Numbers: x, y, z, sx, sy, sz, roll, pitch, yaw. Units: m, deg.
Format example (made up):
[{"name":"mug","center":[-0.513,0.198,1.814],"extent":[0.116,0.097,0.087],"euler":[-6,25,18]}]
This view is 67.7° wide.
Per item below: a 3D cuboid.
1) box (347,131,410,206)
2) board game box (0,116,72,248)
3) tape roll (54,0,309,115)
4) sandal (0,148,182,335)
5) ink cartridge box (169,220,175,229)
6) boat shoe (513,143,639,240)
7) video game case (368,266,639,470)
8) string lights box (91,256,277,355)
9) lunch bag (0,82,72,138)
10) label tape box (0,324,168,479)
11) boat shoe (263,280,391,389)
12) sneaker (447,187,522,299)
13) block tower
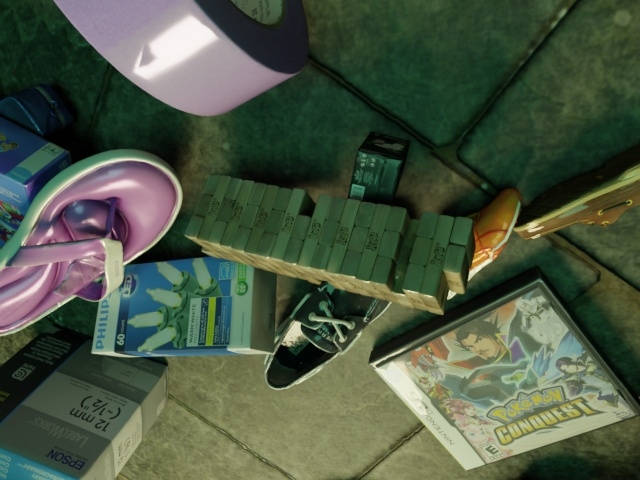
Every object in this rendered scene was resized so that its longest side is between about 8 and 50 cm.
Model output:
[{"name":"box","center":[0.069,-0.083,0.554],"extent":[0.052,0.083,0.062],"euler":[16,120,10]},{"name":"board game box","center":[-0.522,-0.099,0.689],"extent":[0.347,0.078,0.233],"euler":[27,140,2]},{"name":"tape roll","center":[-0.119,-0.253,0.412],"extent":[0.090,0.274,0.274],"euler":[-19,109,24]},{"name":"sandal","center":[-0.335,0.039,0.641],"extent":[0.416,0.102,0.169],"euler":[-35,147,20]},{"name":"ink cartridge box","center":[-0.253,-0.052,0.699],"extent":[0.083,0.028,0.048],"euler":[27,121,1]},{"name":"boat shoe","center":[0.301,-0.041,0.517],"extent":[0.178,0.064,0.060],"euler":[-30,103,25]},{"name":"video game case","center":[0.250,0.198,0.673],"extent":[0.275,0.035,0.248],"euler":[-35,102,29]},{"name":"string lights box","center":[-0.197,0.099,0.697],"extent":[0.260,0.077,0.133],"euler":[-6,71,19]},{"name":"lunch bag","center":[-0.395,-0.174,0.658],"extent":[0.099,0.065,0.067],"euler":[-7,124,31]},{"name":"label tape box","center":[-0.444,0.313,0.760],"extent":[0.249,0.347,0.115],"euler":[17,120,8]},{"name":"boat shoe","center":[0.013,0.106,0.657],"extent":[0.108,0.102,0.301],"euler":[40,121,-6]},{"name":"sneaker","center":[0.174,0.004,0.578],"extent":[0.067,0.064,0.175],"euler":[31,121,-5]},{"name":"block tower","center":[0.000,0.000,0.562],"extent":[0.336,0.090,0.097],"euler":[11,164,23]}]
